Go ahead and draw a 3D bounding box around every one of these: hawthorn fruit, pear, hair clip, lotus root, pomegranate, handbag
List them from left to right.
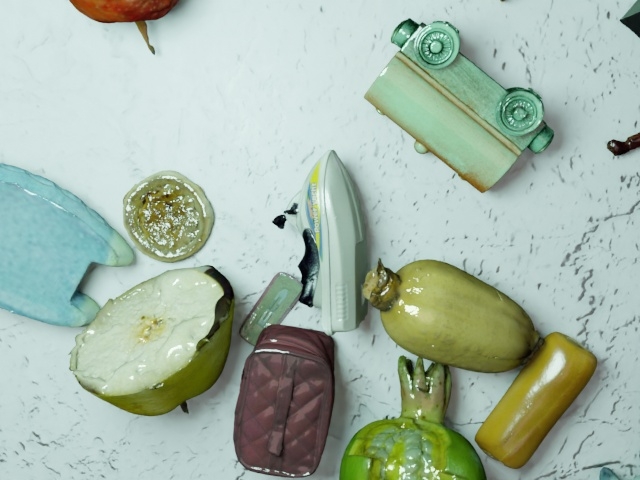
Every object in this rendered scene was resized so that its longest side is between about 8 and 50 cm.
[{"bbox_3d":[-0.283,-0.385,0.960,0.207,0.207,0.243,-5,123,4],"label":"hawthorn fruit"},{"bbox_3d":[-0.230,0.176,1.033,0.267,0.267,0.178,-19,130,5],"label":"pear"},{"bbox_3d":[-0.080,0.113,1.086,0.054,0.022,0.137,33,102,-2],"label":"hair clip"},{"bbox_3d":[-0.054,0.250,1.042,0.146,0.135,0.225,11,102,0],"label":"handbag"},{"bbox_3d":[0.148,0.334,1.027,0.236,0.236,0.301,10,65,2],"label":"pomegranate"},{"bbox_3d":[0.199,0.116,1.013,0.303,0.131,0.146,23,68,-13],"label":"lotus root"}]

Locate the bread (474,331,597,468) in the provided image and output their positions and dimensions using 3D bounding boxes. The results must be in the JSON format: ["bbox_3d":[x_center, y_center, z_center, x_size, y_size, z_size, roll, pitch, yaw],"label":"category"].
[{"bbox_3d":[0.345,0.262,1.059,0.093,0.074,0.239,31,99,-6],"label":"bread"}]

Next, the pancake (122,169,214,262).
[{"bbox_3d":[-0.250,-0.037,1.074,0.152,0.025,0.151,0,99,2],"label":"pancake"}]

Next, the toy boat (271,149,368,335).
[{"bbox_3d":[0.007,0.005,1.018,0.141,0.141,0.269,-16,95,5],"label":"toy boat"}]

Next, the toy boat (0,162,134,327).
[{"bbox_3d":[-0.471,-0.005,1.064,0.330,0.123,0.215,27,106,-12],"label":"toy boat"}]

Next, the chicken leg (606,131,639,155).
[{"bbox_3d":[0.553,-0.154,1.003,0.219,0.048,0.089,11,95,2],"label":"chicken leg"}]

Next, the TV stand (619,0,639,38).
[{"bbox_3d":[0.577,-0.272,0.966,0.269,0.088,0.083,40,99,-3],"label":"TV stand"}]

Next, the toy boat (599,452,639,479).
[{"bbox_3d":[0.533,0.450,1.082,0.134,0.079,0.207,-24,87,-8],"label":"toy boat"}]

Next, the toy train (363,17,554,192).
[{"bbox_3d":[0.202,-0.200,0.992,0.285,0.116,0.177,38,110,-3],"label":"toy train"}]
